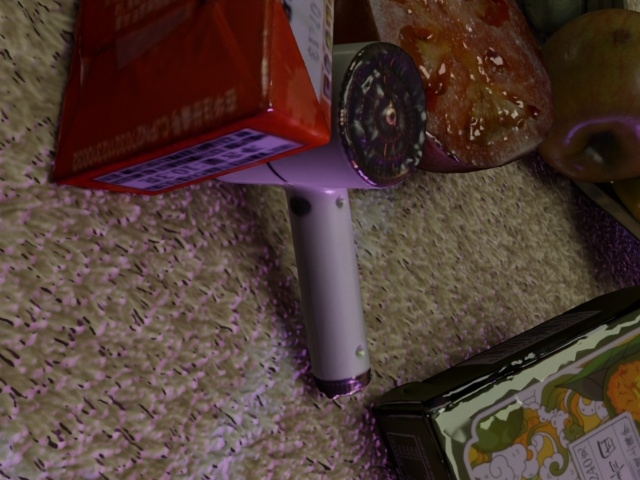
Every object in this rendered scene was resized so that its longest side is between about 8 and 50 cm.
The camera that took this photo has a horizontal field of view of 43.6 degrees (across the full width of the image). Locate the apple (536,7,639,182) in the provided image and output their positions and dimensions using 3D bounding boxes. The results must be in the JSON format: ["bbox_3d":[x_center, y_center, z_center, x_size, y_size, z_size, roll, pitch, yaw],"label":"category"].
[{"bbox_3d":[0.435,-0.209,1.212,0.264,0.264,0.264,18,64,-41],"label":"apple"}]

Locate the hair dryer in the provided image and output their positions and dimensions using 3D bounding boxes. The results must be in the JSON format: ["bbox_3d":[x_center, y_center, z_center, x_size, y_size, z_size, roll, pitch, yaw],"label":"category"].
[{"bbox_3d":[0.000,0.000,0.768,0.128,0.203,0.362,-24,113,-46],"label":"hair dryer"}]

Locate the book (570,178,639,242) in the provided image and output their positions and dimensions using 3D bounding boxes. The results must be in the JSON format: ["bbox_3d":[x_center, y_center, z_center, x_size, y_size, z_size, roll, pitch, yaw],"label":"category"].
[{"bbox_3d":[0.613,-0.007,1.372,0.371,0.043,0.260,10,33,-43],"label":"book"}]

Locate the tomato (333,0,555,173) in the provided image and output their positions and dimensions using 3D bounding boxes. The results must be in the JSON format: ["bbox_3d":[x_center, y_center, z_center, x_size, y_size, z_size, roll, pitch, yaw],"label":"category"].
[{"bbox_3d":[0.130,-0.215,0.980,0.338,0.144,0.338,19,60,-36],"label":"tomato"}]

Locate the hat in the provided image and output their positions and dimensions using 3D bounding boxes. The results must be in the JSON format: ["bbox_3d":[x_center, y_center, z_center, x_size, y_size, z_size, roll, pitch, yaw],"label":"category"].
[{"bbox_3d":[0.398,-0.404,1.333,0.110,0.252,0.252,-17,87,-5],"label":"hat"}]

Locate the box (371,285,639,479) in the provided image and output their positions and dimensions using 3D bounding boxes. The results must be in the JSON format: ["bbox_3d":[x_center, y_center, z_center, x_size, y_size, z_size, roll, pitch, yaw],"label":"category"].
[{"bbox_3d":[0.300,0.298,0.886,0.373,0.138,0.420,-20,91,-26],"label":"box"}]

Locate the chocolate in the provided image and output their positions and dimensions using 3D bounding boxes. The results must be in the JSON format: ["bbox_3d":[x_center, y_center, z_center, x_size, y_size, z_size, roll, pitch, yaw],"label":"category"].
[{"bbox_3d":[-0.100,-0.162,0.666,0.108,0.237,0.234,28,56,-50],"label":"chocolate"}]

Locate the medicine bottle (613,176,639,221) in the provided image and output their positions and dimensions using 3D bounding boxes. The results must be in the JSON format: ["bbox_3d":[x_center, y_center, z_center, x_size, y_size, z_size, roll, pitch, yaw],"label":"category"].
[{"bbox_3d":[0.525,-0.105,1.311,0.309,0.111,0.076,-86,179,-65],"label":"medicine bottle"}]
